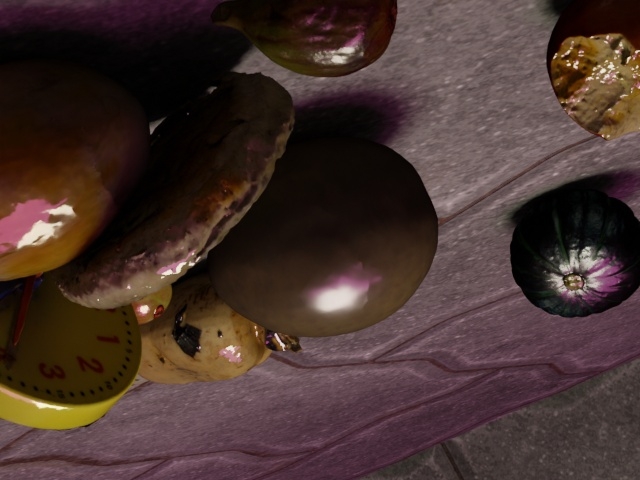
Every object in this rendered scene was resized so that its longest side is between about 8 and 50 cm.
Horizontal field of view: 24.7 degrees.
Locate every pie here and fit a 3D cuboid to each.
[{"bbox_3d":[-0.133,-0.047,1.286,0.274,0.274,0.055,-28,119,28],"label":"pie"}]

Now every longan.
[{"bbox_3d":[0.000,0.000,1.550,0.248,0.248,0.248,-16,162,-5],"label":"longan"}]

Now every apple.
[{"bbox_3d":[-0.217,0.059,1.738,0.071,0.084,0.084,-27,169,-33],"label":"apple"},{"bbox_3d":[0.307,-0.187,1.414,0.156,0.147,0.158,32,125,-25],"label":"apple"}]

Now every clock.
[{"bbox_3d":[-0.278,0.041,1.319,0.071,0.277,0.293,-44,152,24],"label":"clock"}]

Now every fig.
[{"bbox_3d":[-0.015,-0.189,1.188,0.155,0.109,0.103,7,-171,10],"label":"fig"}]

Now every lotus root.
[{"bbox_3d":[-0.150,0.112,1.869,0.257,0.140,0.154,-14,178,21],"label":"lotus root"}]

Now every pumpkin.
[{"bbox_3d":[0.358,0.020,2.026,0.150,0.194,0.194,-41,-179,-42],"label":"pumpkin"}]

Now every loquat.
[{"bbox_3d":[-0.248,-0.059,1.207,0.227,0.179,0.179,-31,162,0],"label":"loquat"}]

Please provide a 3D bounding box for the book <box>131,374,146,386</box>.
[{"bbox_3d":[-0.199,0.149,2.105,0.289,0.026,0.201,-22,163,12],"label":"book"}]
